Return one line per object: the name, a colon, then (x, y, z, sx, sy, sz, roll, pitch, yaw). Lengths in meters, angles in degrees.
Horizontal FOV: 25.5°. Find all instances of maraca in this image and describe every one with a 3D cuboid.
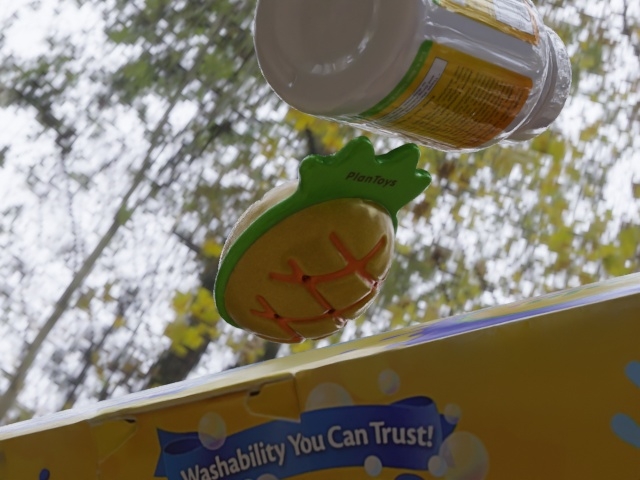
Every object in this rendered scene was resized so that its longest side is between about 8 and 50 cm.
maraca: (0.000, 0.000, 0.954, 0.127, 0.099, 0.185, 2, -44, -40)

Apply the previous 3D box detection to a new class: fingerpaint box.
fingerpaint box: (0.039, 0.219, 0.512, 0.445, 0.163, 0.371, -17, -96, 34)

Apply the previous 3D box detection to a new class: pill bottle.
pill bottle: (0.079, -0.137, 1.018, 0.136, 0.246, 0.136, -6, -99, 37)
